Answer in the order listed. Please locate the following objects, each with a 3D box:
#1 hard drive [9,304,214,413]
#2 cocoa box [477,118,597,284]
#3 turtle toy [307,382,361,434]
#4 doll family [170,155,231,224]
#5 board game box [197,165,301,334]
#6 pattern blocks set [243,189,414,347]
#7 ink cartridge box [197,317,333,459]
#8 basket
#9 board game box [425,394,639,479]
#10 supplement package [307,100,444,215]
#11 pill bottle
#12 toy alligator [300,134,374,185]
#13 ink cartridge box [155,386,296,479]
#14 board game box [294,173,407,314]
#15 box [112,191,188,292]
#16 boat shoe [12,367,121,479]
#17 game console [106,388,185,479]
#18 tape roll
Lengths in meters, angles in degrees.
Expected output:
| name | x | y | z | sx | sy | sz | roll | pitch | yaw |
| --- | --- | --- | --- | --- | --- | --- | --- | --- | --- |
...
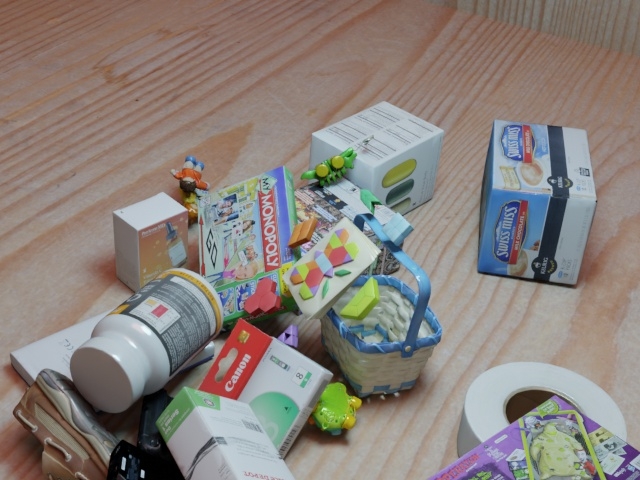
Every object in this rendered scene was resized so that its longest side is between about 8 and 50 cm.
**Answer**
| name | x | y | z | sx | sy | sz | roll | pitch | yaw |
| --- | --- | --- | --- | --- | --- | --- | --- | --- | --- |
| hard drive | -0.391 | 0.217 | 1.857 | 0.318 | 0.040 | 0.210 | -24 | 44 | -35 |
| cocoa box | 0.489 | -0.097 | 2.258 | 0.227 | 0.231 | 0.347 | 8 | 34 | 6 |
| turtle toy | 0.020 | 0.299 | 1.768 | 0.095 | 0.066 | 0.130 | 27 | 34 | 0 |
| doll family | -0.237 | -0.080 | 2.271 | 0.263 | 0.118 | 0.163 | 20 | 27 | -10 |
| board game box | -0.145 | 0.018 | 1.990 | 0.213 | 0.046 | 0.317 | -20 | 55 | 19 |
| pattern blocks set | 0.014 | 0.050 | 1.798 | 0.325 | 0.026 | 0.285 | -53 | 42 | -2 |
| ink cartridge box | -0.114 | 0.257 | 1.733 | 0.224 | 0.056 | 0.181 | 29 | 85 | 27 |
| basket | 0.109 | 0.123 | 1.838 | 0.201 | 0.289 | 0.255 | -9 | 37 | -22 |
| board game box | 0.344 | 0.374 | 1.524 | 0.346 | 0.056 | 0.208 | -20 | 45 | -39 |
| supplement package | 0.129 | -0.176 | 2.352 | 0.198 | 0.199 | 0.262 | 32 | 43 | 32 |
| pill bottle | -0.304 | 0.175 | 1.734 | 0.162 | 0.162 | 0.278 | 19 | 32 | 19 |
| toy alligator | 0.047 | -0.168 | 2.177 | 0.189 | 0.051 | 0.056 | -29 | 7 | -3 |
| ink cartridge box | -0.145 | 0.353 | 1.574 | 0.160 | 0.092 | 0.219 | 27 | 18 | -46 |
| board game box | 0.000 | 0.000 | 2.133 | 0.291 | 0.141 | 0.232 | -21 | 42 | -33 |
| box | -0.353 | 0.007 | 2.051 | 0.130 | 0.171 | 0.091 | -26 | 45 | -36 |
| boat shoe | -0.395 | 0.355 | 1.613 | 0.116 | 0.123 | 0.324 | -43 | 59 | -6 |
| game console | -0.239 | 0.360 | 1.605 | 0.213 | 0.044 | 0.361 | 34 | 15 | -17 |
| tape roll | 0.387 | 0.343 | 1.725 | 0.286 | 0.100 | 0.286 | 4 | 34 | -3 |
